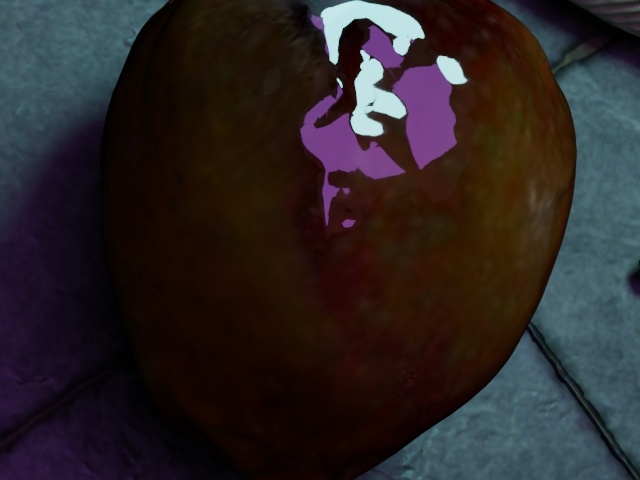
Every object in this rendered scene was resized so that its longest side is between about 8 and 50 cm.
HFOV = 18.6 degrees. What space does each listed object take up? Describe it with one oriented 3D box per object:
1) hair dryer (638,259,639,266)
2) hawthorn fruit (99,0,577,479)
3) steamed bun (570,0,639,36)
[{"bbox_3d":[0.369,-0.058,1.407,0.344,0.107,0.189,-35,87,-14],"label":"hair dryer"},{"bbox_3d":[-0.001,-0.023,1.170,0.308,0.308,0.325,35,79,-6],"label":"hawthorn fruit"},{"bbox_3d":[0.257,-0.242,1.378,0.239,0.170,0.152,23,52,-9],"label":"steamed bun"}]
